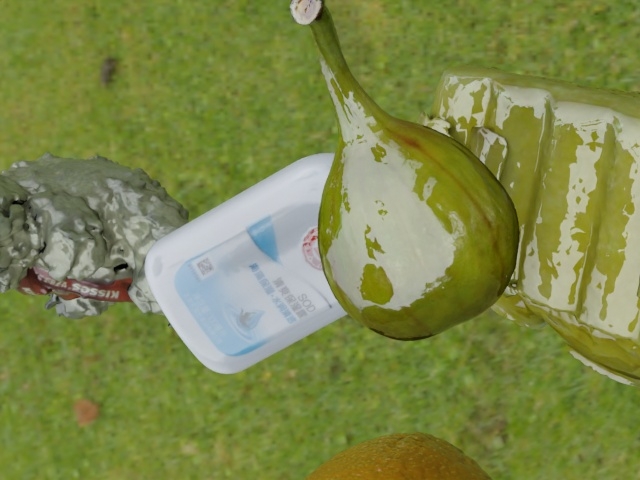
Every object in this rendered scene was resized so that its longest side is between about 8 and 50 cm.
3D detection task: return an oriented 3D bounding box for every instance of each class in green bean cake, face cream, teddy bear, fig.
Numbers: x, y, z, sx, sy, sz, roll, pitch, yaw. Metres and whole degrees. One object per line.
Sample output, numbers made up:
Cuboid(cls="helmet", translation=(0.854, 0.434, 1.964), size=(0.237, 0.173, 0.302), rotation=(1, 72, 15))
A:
Cuboid(cls="green bean cake", translation=(0.240, -0.015, 0.924), size=(0.285, 0.310, 0.202), rotation=(25, 112, 42))
Cuboid(cls="face cream", translation=(0.000, 0.000, 1.266), size=(0.336, 0.080, 0.163), rotation=(-28, 107, 13))
Cuboid(cls="teddy bear", translation=(-0.352, 0.006, 1.540), size=(0.357, 0.367, 0.225), rotation=(1, 96, 53))
Cuboid(cls="fig", translation=(0.032, -0.047, 0.757), size=(0.124, 0.124, 0.236), rotation=(5, 135, 48))

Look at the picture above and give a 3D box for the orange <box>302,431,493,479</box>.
Cuboid(cls="orange", translation=(0.080, 0.384, 1.419), size=(0.322, 0.357, 0.322), rotation=(16, 138, 16))
